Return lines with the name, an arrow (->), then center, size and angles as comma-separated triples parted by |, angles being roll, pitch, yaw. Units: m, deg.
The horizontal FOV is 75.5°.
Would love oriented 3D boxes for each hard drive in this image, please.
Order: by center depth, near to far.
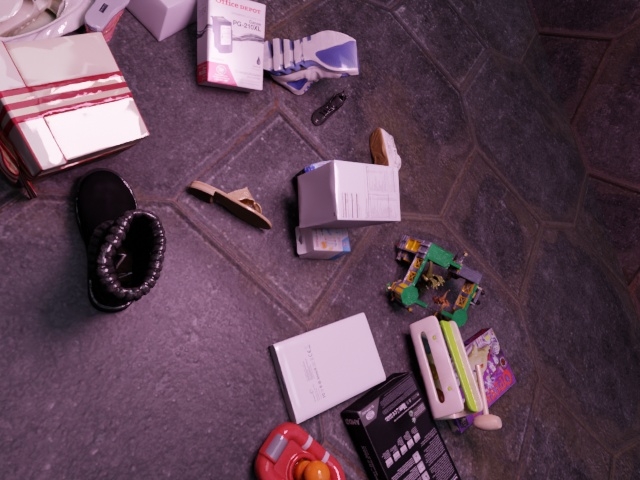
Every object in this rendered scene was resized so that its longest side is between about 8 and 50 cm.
hard drive -> 0.028, 0.337, 1.132 | 0.307, 0.040, 0.203 | -12, 79, -35

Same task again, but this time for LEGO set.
LEGO set -> 0.356, 0.127, 1.373 | 0.330, 0.192, 0.255 | 17, 93, -23

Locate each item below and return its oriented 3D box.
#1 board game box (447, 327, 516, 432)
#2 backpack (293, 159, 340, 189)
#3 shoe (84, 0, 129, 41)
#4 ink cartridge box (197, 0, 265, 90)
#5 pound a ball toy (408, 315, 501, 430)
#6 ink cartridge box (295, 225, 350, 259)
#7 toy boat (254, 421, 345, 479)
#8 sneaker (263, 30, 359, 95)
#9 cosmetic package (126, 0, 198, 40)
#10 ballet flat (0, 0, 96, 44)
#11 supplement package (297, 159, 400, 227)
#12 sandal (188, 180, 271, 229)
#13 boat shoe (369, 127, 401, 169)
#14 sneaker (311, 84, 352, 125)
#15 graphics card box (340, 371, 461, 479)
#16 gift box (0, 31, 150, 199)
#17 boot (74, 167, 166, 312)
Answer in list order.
board game box -> 0.514, 0.458, 1.393 | 0.346, 0.056, 0.209 | -20, 87, -36
backpack -> 0.016, -0.142, 1.262 | 0.158, 0.116, 0.174 | -11, 81, -34
shoe -> -0.561, -0.594, 1.087 | 0.063, 0.081, 0.178 | 29, 62, -20
ink cartridge box -> -0.259, -0.567, 1.196 | 0.171, 0.100, 0.238 | -4, 104, -33
pound a ball toy -> 0.387, 0.407, 1.236 | 0.208, 0.135, 0.320 | 19, 49, -40
ink cartridge box -> 0.000, 0.000, 1.212 | 0.143, 0.089, 0.092 | 3, 71, -32
toy boat -> -0.030, 0.536, 0.951 | 0.231, 0.151, 0.151 | 45, 55, -10
sneaker -> -0.032, -0.561, 1.330 | 0.314, 0.182, 0.128 | 1, 85, 6
cosmetic package -> -0.453, -0.738, 1.178 | 0.224, 0.138, 0.224 | 45, 55, -12
ballet flat -> -0.667, -0.552, 0.975 | 0.139, 0.139, 0.401 | 35, 57, -16
supplement package -> 0.072, -0.114, 1.109 | 0.202, 0.194, 0.150 | 0, 86, -32
sandal -> -0.226, -0.118, 1.116 | 0.239, 0.088, 0.079 | 26, 66, -16
boat shoe -> 0.244, -0.272, 1.466 | 0.096, 0.098, 0.278 | 10, 66, -28
sneaker -> 0.039, -0.463, 1.414 | 0.051, 0.089, 0.170 | 47, 54, -8
graphics card box -> 0.232, 0.584, 1.135 | 0.232, 0.094, 0.371 | -22, 86, -36
gift box -> -0.559, -0.249, 0.863 | 0.258, 0.276, 0.255 | -34, 105, -40
boot -> -0.417, -0.029, 0.852 | 0.131, 0.260, 0.349 | -8, 77, -34
